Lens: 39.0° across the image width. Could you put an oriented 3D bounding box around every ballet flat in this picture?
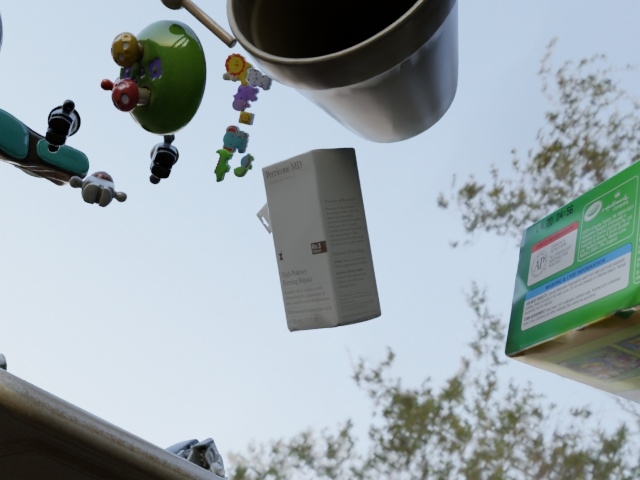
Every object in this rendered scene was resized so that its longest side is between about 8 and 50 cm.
[{"bbox_3d":[-0.643,-0.190,1.928,0.106,0.108,0.316,-20,-33,32],"label":"ballet flat"}]

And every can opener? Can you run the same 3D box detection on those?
[{"bbox_3d":[-0.188,0.295,1.055,0.093,0.280,0.074,-14,-93,17],"label":"can opener"}]

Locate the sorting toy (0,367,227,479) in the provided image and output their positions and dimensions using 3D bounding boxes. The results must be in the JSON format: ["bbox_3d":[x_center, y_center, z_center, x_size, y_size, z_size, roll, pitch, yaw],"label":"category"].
[{"bbox_3d":[-0.161,0.124,0.419,0.229,0.041,0.307,-33,-53,29],"label":"sorting toy"}]

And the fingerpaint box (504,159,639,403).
[{"bbox_3d":[0.445,0.041,0.802,0.371,0.163,0.445,20,-25,-13],"label":"fingerpaint box"}]

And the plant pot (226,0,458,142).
[{"bbox_3d":[0.070,-0.295,1.287,0.323,0.323,0.280,14,-21,31],"label":"plant pot"}]

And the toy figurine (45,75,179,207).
[{"bbox_3d":[-0.372,-0.178,1.624,0.210,0.213,0.148,62,-3,-19],"label":"toy figurine"}]

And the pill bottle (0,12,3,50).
[{"bbox_3d":[-0.250,-0.099,0.497,0.124,0.124,0.221,42,-45,-5],"label":"pill bottle"}]

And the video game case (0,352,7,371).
[{"bbox_3d":[-0.475,0.234,1.074,0.023,0.193,0.212,52,-42,39],"label":"video game case"}]

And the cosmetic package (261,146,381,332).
[{"bbox_3d":[0.000,0.000,1.206,0.117,0.085,0.231,-14,-93,50],"label":"cosmetic package"}]

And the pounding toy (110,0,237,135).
[{"bbox_3d":[-0.262,-0.275,1.386,0.237,0.110,0.183,-52,-119,29],"label":"pounding toy"}]

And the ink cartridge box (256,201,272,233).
[{"bbox_3d":[-0.080,-0.072,1.916,0.115,0.029,0.063,-47,-118,22],"label":"ink cartridge box"}]

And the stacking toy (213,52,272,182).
[{"bbox_3d":[-0.147,-0.216,1.619,0.052,0.167,0.221,14,-83,9],"label":"stacking toy"}]
